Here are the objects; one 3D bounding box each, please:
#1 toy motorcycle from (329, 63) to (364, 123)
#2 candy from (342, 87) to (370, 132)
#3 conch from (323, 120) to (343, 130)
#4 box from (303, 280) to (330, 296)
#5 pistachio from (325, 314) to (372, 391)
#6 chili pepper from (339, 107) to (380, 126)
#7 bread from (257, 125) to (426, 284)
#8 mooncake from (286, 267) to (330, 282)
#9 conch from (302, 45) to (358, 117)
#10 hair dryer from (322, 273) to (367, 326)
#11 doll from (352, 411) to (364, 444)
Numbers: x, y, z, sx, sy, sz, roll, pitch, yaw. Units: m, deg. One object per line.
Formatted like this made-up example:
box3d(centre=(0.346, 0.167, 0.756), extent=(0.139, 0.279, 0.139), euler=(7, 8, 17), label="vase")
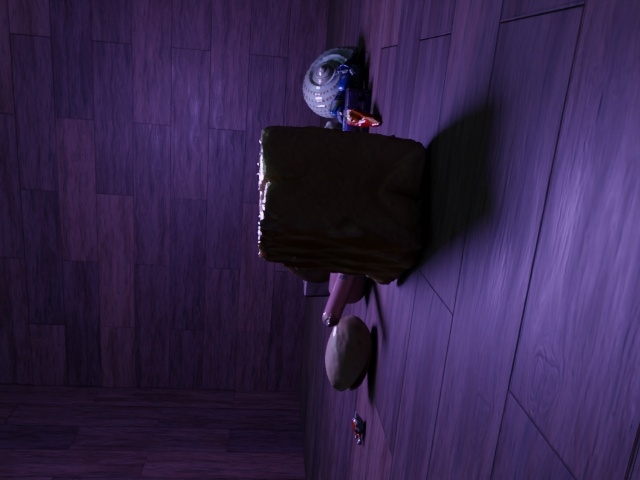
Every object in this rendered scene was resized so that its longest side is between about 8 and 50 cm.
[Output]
box3d(centre=(0.097, -0.550, 2.058), extent=(0.135, 0.092, 0.254), euler=(39, -116, -49), label="toy motorcycle")
box3d(centre=(0.122, -0.380, 2.003), extent=(0.061, 0.088, 0.312), euler=(-139, 53, -76), label="candy")
box3d(centre=(0.057, -0.350, 2.227), extent=(0.170, 0.203, 0.386), euler=(-33, 24, 27), label="conch")
box3d(centre=(0.027, 0.081, 2.247), extent=(0.153, 0.188, 0.252), euler=(-108, 19, -67), label="box")
box3d(centre=(0.089, 0.344, 1.715), extent=(0.153, 0.138, 0.237), euler=(25, 107, 53), label="pistachio")
box3d(centre=(0.135, -0.405, 1.867), extent=(0.268, 0.051, 0.059), euler=(29, 118, 57), label="chili pepper")
box3d(centre=(0.032, -0.076, 1.340), extent=(0.371, 0.390, 0.279), euler=(116, 161, -72), label="bread")
box3d(centre=(0.000, 0.000, 2.027), extent=(0.161, 0.291, 0.290), euler=(-90, 6, -62), label="mooncake")
box3d(centre=(0.044, -0.631, 2.266), extent=(0.319, 0.215, 0.302), euler=(96, -171, -78), label="conch")
box3d(centre=(0.063, 0.158, 1.736), extent=(0.352, 0.126, 0.210), euler=(-63, -16, -51), label="hair dryer")
box3d(centre=(0.120, 0.586, 1.768), extent=(0.057, 0.039, 0.114), euler=(-43, -46, -58), label="doll")
